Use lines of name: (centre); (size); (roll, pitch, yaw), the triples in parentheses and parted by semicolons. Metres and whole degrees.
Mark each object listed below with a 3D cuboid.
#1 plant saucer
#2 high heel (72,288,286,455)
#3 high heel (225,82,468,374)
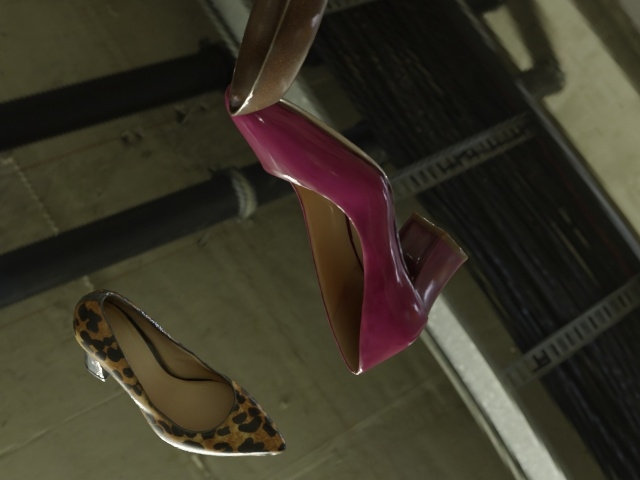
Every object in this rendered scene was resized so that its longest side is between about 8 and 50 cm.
plant saucer: (-0.020, -0.158, 0.735); (0.029, 0.168, 0.168); (18, -126, -14)
high heel: (-0.149, 0.148, 1.203); (0.261, 0.186, 0.093); (26, -119, 6)
high heel: (0.000, 0.000, 1.128); (0.377, 0.127, 0.181); (39, -92, -36)
